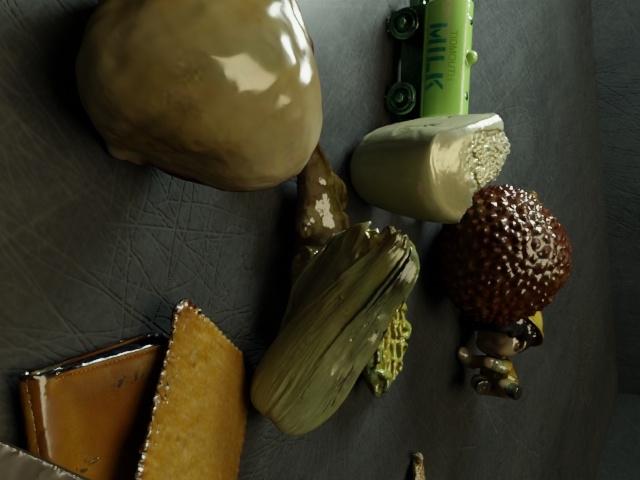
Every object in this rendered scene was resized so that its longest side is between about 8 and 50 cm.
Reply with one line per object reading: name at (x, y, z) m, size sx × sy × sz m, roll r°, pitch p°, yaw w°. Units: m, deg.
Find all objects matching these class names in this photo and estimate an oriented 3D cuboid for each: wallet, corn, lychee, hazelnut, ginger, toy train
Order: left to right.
wallet at (-0.221, 0.192, 0.719) m, size 0.195 × 0.042 × 0.160 m, roll -12°, pitch 99°, yaw -55°
hazelnut at (-0.125, -0.163, 0.705) m, size 0.261 × 0.241 × 0.261 m, roll 50°, pitch 23°, yaw -31°
ginger at (0.000, 0.002, 1.015) m, size 0.166 × 0.080 × 0.332 m, roll -33°, pitch 118°, yaw -66°
corn at (0.019, 0.114, 0.915) m, size 0.122 × 0.123 × 0.305 m, roll 30°, pitch 92°, yaw -31°
toy train at (0.207, -0.321, 1.236) m, size 0.105 × 0.157 × 0.253 m, roll 5°, pitch 87°, yaw -56°
lychee at (0.374, 0.024, 1.408) m, size 0.304 × 0.276 × 0.276 m, roll -57°, pitch 139°, yaw -12°

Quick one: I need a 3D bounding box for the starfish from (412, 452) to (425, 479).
starfish at (0.172, 0.582, 1.326) m, size 0.299 × 0.060 × 0.302 m, roll -57°, pitch 137°, yaw -42°

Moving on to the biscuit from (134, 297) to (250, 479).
biscuit at (-0.137, 0.215, 0.810) m, size 0.237 × 0.013 × 0.232 m, roll 61°, pitch 31°, yaw -55°

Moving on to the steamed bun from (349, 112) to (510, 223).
steamed bun at (0.171, -0.116, 1.144) m, size 0.200 × 0.226 × 0.170 m, roll -28°, pitch 114°, yaw -33°

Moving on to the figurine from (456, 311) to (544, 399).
figurine at (0.411, 0.228, 1.564) m, size 0.167 × 0.192 × 0.256 m, roll 14°, pitch 85°, yaw -44°

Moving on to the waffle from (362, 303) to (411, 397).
waffle at (0.103, 0.150, 1.195) m, size 0.204 × 0.054 × 0.223 m, roll -57°, pitch 137°, yaw -55°

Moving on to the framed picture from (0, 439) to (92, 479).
framed picture at (-0.270, 0.260, 0.610) m, size 0.168 × 0.023 × 0.127 m, roll 43°, pitch 66°, yaw -36°
